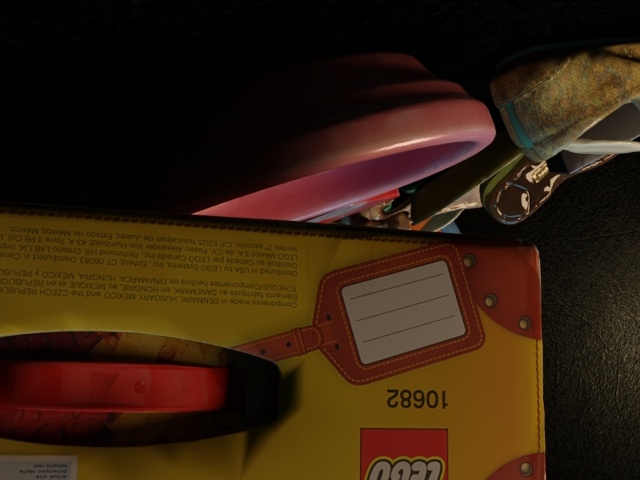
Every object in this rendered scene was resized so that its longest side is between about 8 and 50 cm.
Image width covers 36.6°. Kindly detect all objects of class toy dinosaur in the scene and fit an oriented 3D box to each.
[{"bbox_3d":[0.000,0.000,1.281,0.296,0.127,0.200,-29,168,-12],"label":"toy dinosaur"}]

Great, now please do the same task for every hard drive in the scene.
[{"bbox_3d":[0.373,-0.157,1.095,0.255,0.054,0.172,-30,-179,7],"label":"hard drive"}]

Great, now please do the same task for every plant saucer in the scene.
[{"bbox_3d":[-0.033,-0.065,0.760,0.332,0.084,0.332,-18,177,-1],"label":"plant saucer"},{"bbox_3d":[0.203,-0.103,1.221,0.241,0.037,0.241,-36,-179,0],"label":"plant saucer"}]

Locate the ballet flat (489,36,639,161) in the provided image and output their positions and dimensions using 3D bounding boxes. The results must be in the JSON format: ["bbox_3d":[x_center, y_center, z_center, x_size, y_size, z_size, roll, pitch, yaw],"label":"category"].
[{"bbox_3d":[0.319,-0.148,0.915,0.349,0.123,0.123,-16,177,-22],"label":"ballet flat"}]

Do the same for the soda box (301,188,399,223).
[{"bbox_3d":[-0.050,-0.043,1.041,0.263,0.083,0.092,-20,175,40],"label":"soda box"}]

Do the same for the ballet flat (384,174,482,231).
[{"bbox_3d":[0.113,-0.040,1.470,0.316,0.106,0.107,-18,-147,-4],"label":"ballet flat"}]

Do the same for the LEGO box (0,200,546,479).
[{"bbox_3d":[-0.162,0.104,0.654,0.500,0.193,0.372,4,169,-17],"label":"LEGO box"}]

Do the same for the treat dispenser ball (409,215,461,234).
[{"bbox_3d":[0.109,0.051,1.650,0.288,0.288,0.288,-17,177,-1],"label":"treat dispenser ball"}]

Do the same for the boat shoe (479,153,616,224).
[{"bbox_3d":[0.322,-0.130,1.322,0.257,0.095,0.095,-35,-160,4],"label":"boat shoe"}]
